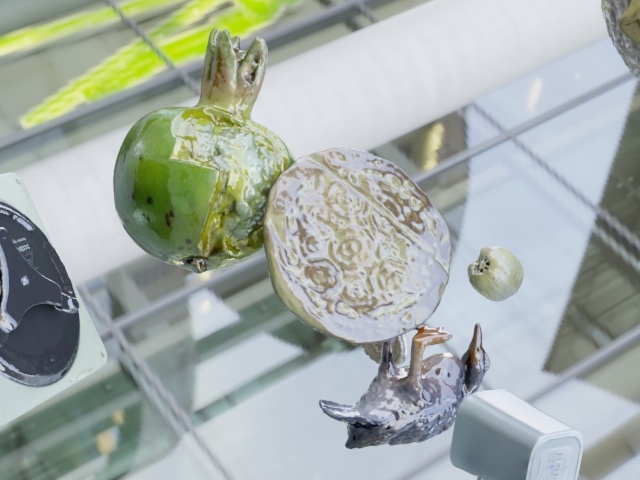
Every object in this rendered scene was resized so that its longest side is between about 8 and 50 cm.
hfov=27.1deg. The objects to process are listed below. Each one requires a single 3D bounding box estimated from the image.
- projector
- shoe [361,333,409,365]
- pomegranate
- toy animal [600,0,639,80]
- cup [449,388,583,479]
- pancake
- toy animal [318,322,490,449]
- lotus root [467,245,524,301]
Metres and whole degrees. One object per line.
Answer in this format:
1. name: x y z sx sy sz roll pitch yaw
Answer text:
1. projector: -0.359 0.060 1.482 0.079 0.257 0.259 -25 -88 22
2. shoe: 0.120 0.144 2.396 0.089 0.092 0.180 -38 -117 37
3. pomegranate: -0.135 -0.109 1.647 0.236 0.235 0.302 6 -94 59
4. toy animal: 0.402 -0.272 1.456 0.358 0.188 0.227 77 17 -70
5. cup: 0.219 0.251 1.522 0.129 0.095 0.128 24 -70 51
6. pancake: 0.042 0.008 1.583 0.250 0.250 0.031 62 -28 4
7. toy animal: 0.127 0.202 1.860 0.122 0.298 0.185 23 -48 36
8. lotus root: 0.307 0.061 2.292 0.077 0.090 0.183 40 2 23
